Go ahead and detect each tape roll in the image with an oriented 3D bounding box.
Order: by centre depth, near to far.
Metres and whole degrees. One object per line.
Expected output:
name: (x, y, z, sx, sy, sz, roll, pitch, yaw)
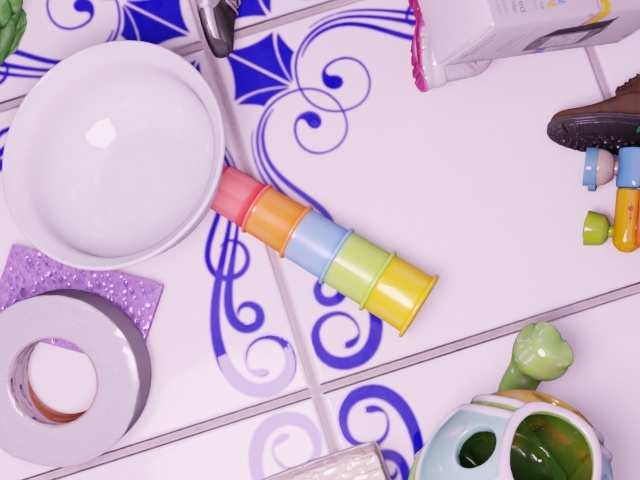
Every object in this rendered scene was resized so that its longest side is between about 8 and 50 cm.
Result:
tape roll: (-0.330, 0.173, 1.389, 0.219, 0.072, 0.219, 0, 93, 5)

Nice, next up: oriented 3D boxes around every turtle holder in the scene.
turtle holder: (0.249, 0.277, 1.293, 0.243, 0.227, 0.320, 41, 58, 14)

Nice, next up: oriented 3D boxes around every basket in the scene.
basket: (0.013, 0.329, 1.365, 0.167, 0.103, 0.113, -19, 82, -3)

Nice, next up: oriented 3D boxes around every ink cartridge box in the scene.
ink cartridge box: (0.270, -0.361, 1.392, 0.306, 0.131, 0.226, -13, 81, -27)

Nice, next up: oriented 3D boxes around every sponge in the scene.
sponge: (-0.323, 0.087, 1.445, 0.210, 0.031, 0.117, 15, 83, 2)

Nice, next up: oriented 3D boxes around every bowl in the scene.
bowl: (-0.243, -0.096, 1.405, 0.298, 0.134, 0.297, -3, 79, 14)

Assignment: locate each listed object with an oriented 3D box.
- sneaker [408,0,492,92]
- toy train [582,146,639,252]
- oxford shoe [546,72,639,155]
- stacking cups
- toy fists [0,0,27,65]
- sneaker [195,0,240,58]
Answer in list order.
sneaker: (0.177, -0.325, 1.471, 0.111, 0.103, 0.252, -2, 88, -4)
toy train: (0.406, -0.003, 1.421, 0.143, 0.105, 0.248, 5, 90, 18)
oxford shoe: (0.412, -0.172, 1.458, 0.227, 0.083, 0.096, -6, 58, 2)
stacking cups: (0.000, 0.000, 1.427, 0.316, 0.096, 0.096, 34, 83, 8)
toy fists: (-0.478, -0.230, 1.440, 0.096, 0.142, 0.279, 29, 83, 5)
sneaker: (-0.111, -0.367, 1.485, 0.132, 0.086, 0.228, -12, 80, -3)
